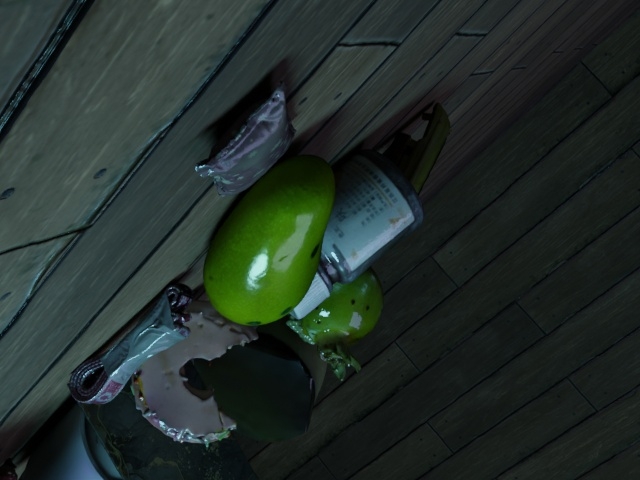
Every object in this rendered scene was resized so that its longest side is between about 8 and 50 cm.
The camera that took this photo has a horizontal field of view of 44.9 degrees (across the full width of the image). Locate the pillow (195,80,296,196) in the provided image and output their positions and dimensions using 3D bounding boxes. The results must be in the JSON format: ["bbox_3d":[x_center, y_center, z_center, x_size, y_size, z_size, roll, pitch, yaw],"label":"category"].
[{"bbox_3d":[-0.067,-0.090,0.776,0.118,0.043,0.185,-43,173,-1],"label":"pillow"}]

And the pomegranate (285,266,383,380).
[{"bbox_3d":[0.033,0.167,1.861,0.261,0.340,0.260,-8,148,-5],"label":"pomegranate"}]

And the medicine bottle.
[{"bbox_3d":[0.021,-0.012,1.266,0.273,0.165,0.165,-38,173,-12],"label":"medicine bottle"}]

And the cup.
[{"bbox_3d":[-0.378,0.408,1.385,0.371,0.253,0.253,-43,173,34],"label":"cup"}]

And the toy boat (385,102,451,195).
[{"bbox_3d":[0.164,-0.150,1.408,0.225,0.088,0.068,-63,180,-7],"label":"toy boat"}]

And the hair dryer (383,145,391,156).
[{"bbox_3d":[0.055,-0.075,1.432,0.235,0.091,0.272,-53,166,19],"label":"hair dryer"}]

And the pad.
[{"bbox_3d":[-0.238,0.341,1.285,0.007,0.367,0.248,-27,-177,34],"label":"pad"}]

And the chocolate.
[{"bbox_3d":[-0.135,0.311,2.015,0.297,0.314,0.326,-62,160,-51],"label":"chocolate"}]

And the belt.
[{"bbox_3d":[-0.270,0.157,1.133,0.232,0.071,0.053,-43,157,8],"label":"belt"}]

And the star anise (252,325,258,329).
[{"bbox_3d":[-0.152,0.144,1.629,0.209,0.089,0.231,-51,175,18],"label":"star anise"}]

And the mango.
[{"bbox_3d":[-0.065,0.006,1.036,0.175,0.143,0.293,-37,163,-43],"label":"mango"}]

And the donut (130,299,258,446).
[{"bbox_3d":[-0.219,0.211,1.273,0.085,0.199,0.232,-20,-128,61],"label":"donut"}]

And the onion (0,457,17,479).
[{"bbox_3d":[-0.521,0.487,1.117,0.348,0.348,0.385,-46,-150,37],"label":"onion"}]
